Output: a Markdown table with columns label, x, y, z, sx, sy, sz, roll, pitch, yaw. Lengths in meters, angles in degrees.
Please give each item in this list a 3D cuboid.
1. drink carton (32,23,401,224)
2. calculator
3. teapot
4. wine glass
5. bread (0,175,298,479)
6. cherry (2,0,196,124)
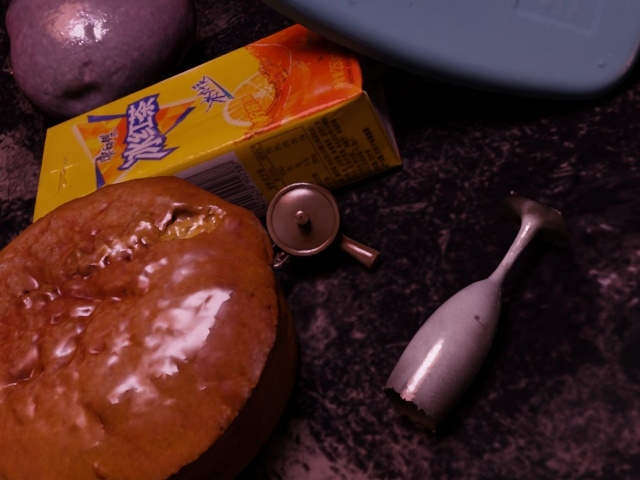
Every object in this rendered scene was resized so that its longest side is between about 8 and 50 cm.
| label | x | y | z | sx | sy | sz | roll | pitch | yaw |
| --- | --- | --- | --- | --- | --- | --- | --- | --- | --- |
| drink carton | -0.108 | -0.095 | 1.017 | 0.351 | 0.111 | 0.154 | -20 | 45 | 14 |
| calculator | 0.137 | -0.266 | 0.890 | 0.386 | 0.256 | 0.054 | 15 | 12 | -3 |
| teapot | 0.000 | 0.000 | 0.913 | 0.110 | 0.080 | 0.085 | 31 | 93 | 3 |
| wine glass | 0.121 | 0.055 | 0.795 | 0.066 | 0.066 | 0.198 | 22 | 66 | 40 |
| bread | -0.158 | 0.089 | 0.846 | 0.312 | 0.172 | 0.312 | -13 | 52 | 17 |
| cherry | -0.263 | -0.230 | 1.162 | 0.266 | 0.183 | 0.213 | -29 | 52 | 7 |
